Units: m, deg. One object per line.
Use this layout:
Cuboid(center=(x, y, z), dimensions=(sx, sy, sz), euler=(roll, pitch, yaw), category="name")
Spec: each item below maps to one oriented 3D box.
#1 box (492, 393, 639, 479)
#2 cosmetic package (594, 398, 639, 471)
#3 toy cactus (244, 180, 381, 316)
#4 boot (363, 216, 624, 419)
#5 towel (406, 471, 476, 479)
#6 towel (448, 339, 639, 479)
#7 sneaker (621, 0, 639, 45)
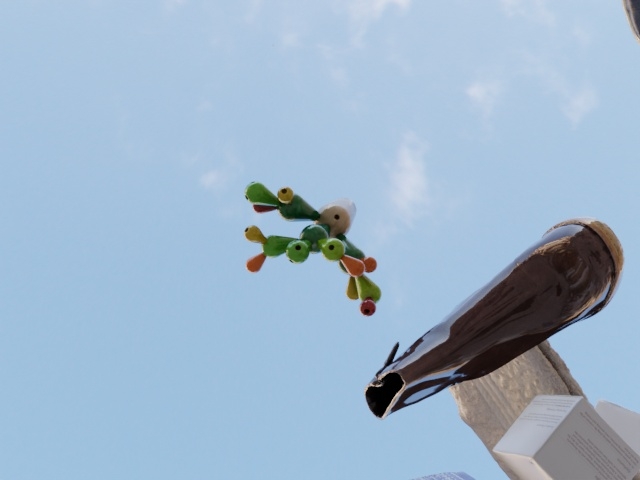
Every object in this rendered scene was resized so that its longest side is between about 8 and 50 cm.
Cuboid(center=(0.261, 0.229, 1.058), dimensions=(0.101, 0.102, 0.087), euler=(46, -107, -6), category="box")
Cuboid(center=(0.528, 0.353, 1.461), dimensions=(0.224, 0.225, 0.138), euler=(29, -97, -41), category="cosmetic package")
Cuboid(center=(0.000, 0.000, 1.264), dimensions=(0.219, 0.180, 0.112), euler=(33, -60, 7), category="toy cactus")
Cuboid(center=(0.159, 0.085, 0.937), dimensions=(0.207, 0.248, 0.090), euler=(-29, -105, -27), category="boot")
Cuboid(center=(0.222, 0.428, 1.481), dimensions=(0.243, 0.336, 0.040), euler=(27, -80, 34), category="towel")
Cuboid(center=(0.266, 0.229, 1.218), dimensions=(0.049, 0.187, 0.282), euler=(-43, -80, -33), category="towel")
Cuboid(center=(0.361, -0.314, 0.921), dimensions=(0.131, 0.148, 0.350), euler=(3, -55, 6), category="sneaker")
